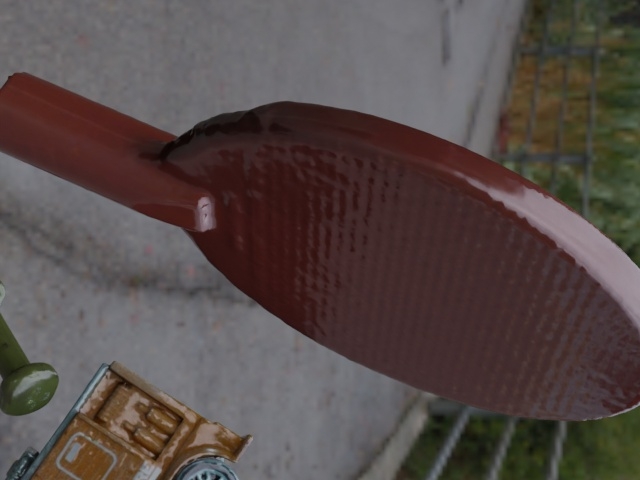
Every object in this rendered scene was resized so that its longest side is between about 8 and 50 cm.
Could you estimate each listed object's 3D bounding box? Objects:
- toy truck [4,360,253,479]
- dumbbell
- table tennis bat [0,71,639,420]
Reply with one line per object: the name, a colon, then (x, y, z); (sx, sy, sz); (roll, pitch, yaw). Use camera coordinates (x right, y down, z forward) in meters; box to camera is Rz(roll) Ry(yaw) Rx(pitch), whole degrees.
toy truck: (-0.193, 0.249, 1.147); (0.305, 0.162, 0.136); (-56, -177, -14)
dumbbell: (-0.247, 0.080, 1.138); (0.118, 0.046, 0.052); (52, -44, 29)
table tennis bat: (0.000, 0.000, 0.845); (0.268, 0.415, 0.051); (92, 22, -62)
